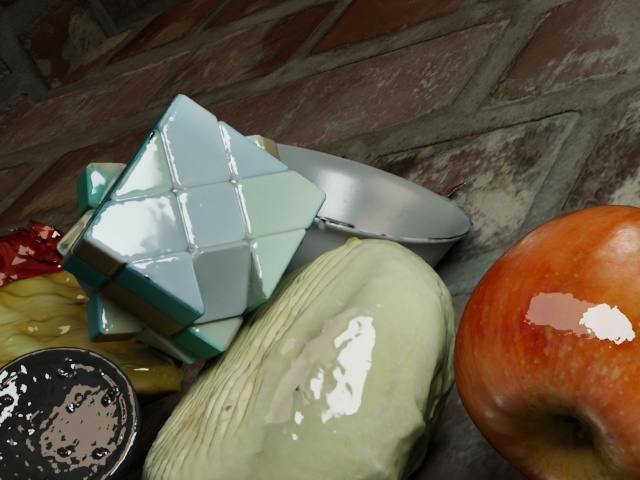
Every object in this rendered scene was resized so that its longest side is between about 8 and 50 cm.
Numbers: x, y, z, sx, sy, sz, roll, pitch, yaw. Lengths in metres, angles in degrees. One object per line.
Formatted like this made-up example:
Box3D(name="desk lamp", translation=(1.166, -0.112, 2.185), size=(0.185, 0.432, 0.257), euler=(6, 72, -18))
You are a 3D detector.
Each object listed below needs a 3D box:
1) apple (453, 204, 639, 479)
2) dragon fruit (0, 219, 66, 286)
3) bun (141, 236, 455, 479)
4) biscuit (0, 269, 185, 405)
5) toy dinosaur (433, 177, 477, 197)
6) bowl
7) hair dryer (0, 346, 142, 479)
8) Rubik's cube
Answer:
Box3D(name="apple", translation=(0.243, 0.085, 0.902), size=(0.242, 0.242, 0.241), euler=(-4, 35, 46))
Box3D(name="dragon fruit", translation=(-0.392, 0.121, 1.516), size=(0.302, 0.295, 0.295), euler=(-32, 23, -16))
Box3D(name="bun", translation=(0.002, 0.166, 1.062), size=(0.361, 0.213, 0.361), euler=(-47, 11, 12))
Box3D(name="biscuit", translation=(-0.274, 0.103, 1.253), size=(0.329, 0.078, 0.335), euler=(7, 20, 13))
Box3D(name="toy dinosaur", translation=(0.111, -0.042, 1.532), size=(0.220, 0.032, 0.108), euler=(-28, 22, 3))
Box3D(name="bowl", translation=(0.000, 0.000, 1.370), size=(0.345, 0.345, 0.157), euler=(-123, 47, -65))
Box3D(name="hair dryer", translation=(-0.214, 0.305, 1.044), size=(0.156, 0.320, 0.284), euler=(-12, 47, -8))
Box3D(name="Rubik's cube", translation=(-0.140, -0.013, 1.126), size=(0.265, 0.224, 0.213), euler=(-59, 11, -24))
